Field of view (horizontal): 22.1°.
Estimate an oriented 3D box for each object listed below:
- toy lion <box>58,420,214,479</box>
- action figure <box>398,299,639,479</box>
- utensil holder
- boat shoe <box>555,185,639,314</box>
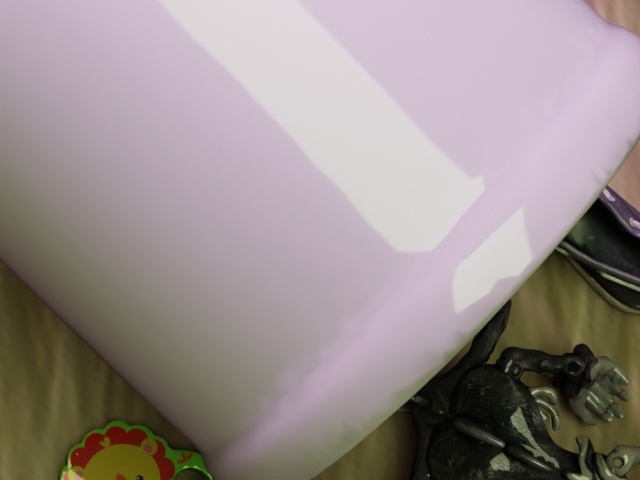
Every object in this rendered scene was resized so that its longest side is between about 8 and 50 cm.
[{"bbox_3d":[-0.106,0.155,1.000,0.100,0.034,0.096,-13,79,-17],"label":"toy lion"},{"bbox_3d":[0.155,0.146,1.020,0.275,0.141,0.164,25,85,16],"label":"action figure"},{"bbox_3d":[-0.069,-0.105,0.870,0.385,0.327,0.327,42,75,-4],"label":"utensil holder"},{"bbox_3d":[0.162,-0.028,1.076,0.206,0.065,0.075,39,75,-8],"label":"boat shoe"}]
